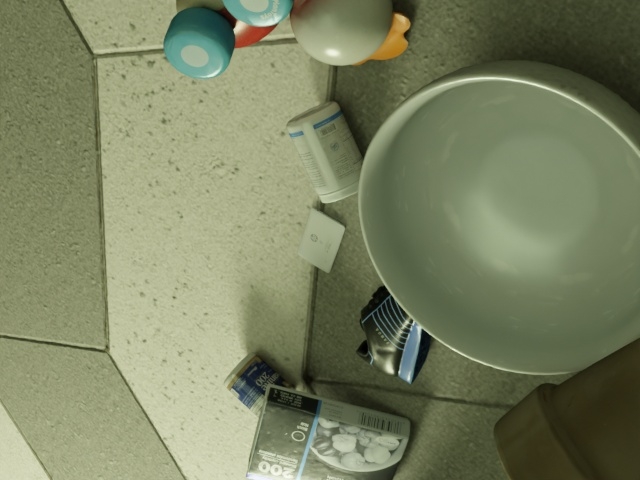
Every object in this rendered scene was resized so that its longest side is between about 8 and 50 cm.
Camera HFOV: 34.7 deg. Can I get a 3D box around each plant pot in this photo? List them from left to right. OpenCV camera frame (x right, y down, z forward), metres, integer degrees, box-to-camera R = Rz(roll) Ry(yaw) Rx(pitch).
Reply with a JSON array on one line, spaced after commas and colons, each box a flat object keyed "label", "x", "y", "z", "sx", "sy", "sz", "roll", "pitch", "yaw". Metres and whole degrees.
[{"label": "plant pot", "x": 0.370, "y": 0.193, "z": 0.943, "sx": 0.323, "sy": 0.323, "sz": 0.280, "roll": 43, "pitch": 103, "yaw": 6}]

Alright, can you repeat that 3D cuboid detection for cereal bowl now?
[{"label": "cereal bowl", "x": 0.218, "y": -0.036, "z": 1.084, "sx": 0.339, "sy": 0.141, "sz": 0.339, "roll": 15, "pitch": 123, "yaw": 24}]

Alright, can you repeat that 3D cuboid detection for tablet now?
[{"label": "tablet", "x": 0.000, "y": 0.000, "z": 1.353, "sx": 0.054, "sy": 0.006, "sz": 0.083, "roll": 31, "pitch": 130, "yaw": 16}]

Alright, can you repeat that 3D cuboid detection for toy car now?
[{"label": "toy car", "x": -0.015, "y": -0.253, "z": 1.120, "sx": 0.238, "sy": 0.219, "sz": 0.210, "roll": 34, "pitch": 138, "yaw": -25}]

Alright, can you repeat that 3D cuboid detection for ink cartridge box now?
[{"label": "ink cartridge box", "x": 0.003, "y": 0.311, "z": 1.464, "sx": 0.206, "sy": 0.045, "sz": 0.208, "roll": 14, "pitch": 128, "yaw": -1}]

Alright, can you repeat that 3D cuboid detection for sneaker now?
[{"label": "sneaker", "x": 0.098, "y": 0.079, "z": 1.282, "sx": 0.090, "sy": 0.081, "sz": 0.232, "roll": 22, "pitch": 127, "yaw": 17}]

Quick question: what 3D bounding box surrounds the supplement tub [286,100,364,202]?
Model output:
[{"label": "supplement tub", "x": 0.010, "y": -0.107, "z": 1.239, "sx": 0.071, "sy": 0.071, "sz": 0.107, "roll": -12, "pitch": 109, "yaw": 39}]

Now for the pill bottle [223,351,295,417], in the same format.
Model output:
[{"label": "pill bottle", "x": -0.078, "y": 0.226, "z": 1.500, "sx": 0.120, "sy": 0.067, "sz": 0.067, "roll": 41, "pitch": 132, "yaw": 7}]
